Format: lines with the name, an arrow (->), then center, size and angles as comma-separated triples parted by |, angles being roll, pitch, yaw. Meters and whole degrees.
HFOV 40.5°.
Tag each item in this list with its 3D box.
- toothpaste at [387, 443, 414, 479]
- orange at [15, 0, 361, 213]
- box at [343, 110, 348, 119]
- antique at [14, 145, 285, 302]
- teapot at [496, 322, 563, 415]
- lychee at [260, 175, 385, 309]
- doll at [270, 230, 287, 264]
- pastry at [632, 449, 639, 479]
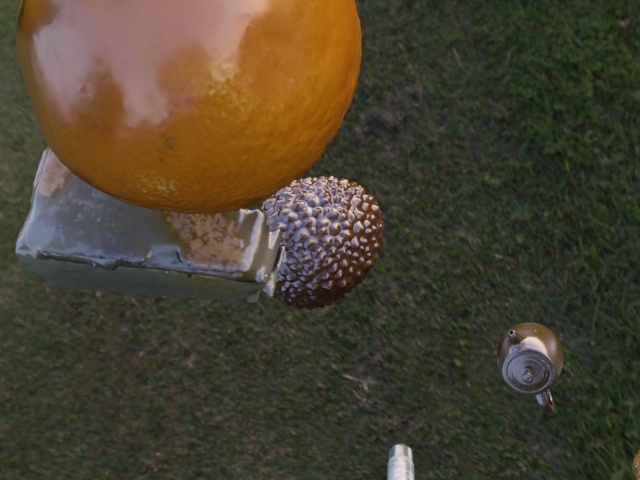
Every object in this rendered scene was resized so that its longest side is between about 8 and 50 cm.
toothpaste -> 0.119, 0.396, 1.275 | 0.062, 0.039, 0.239 | 10, 32, -2
orange -> -0.112, -0.170, 0.771 | 0.312, 0.312, 0.312 | -10, 64, 21
box -> -0.058, -0.219, 1.103 | 0.200, 0.090, 0.145 | 3, 107, -12
antique -> -0.183, -0.006, 0.989 | 0.284, 0.125, 0.150 | 12, 72, 3
teapot -> 0.242, 0.148, 0.998 | 0.076, 0.121, 0.068 | -19, 15, 23
lychee -> 0.000, 0.000, 1.681 | 0.267, 0.267, 0.268 | -10, 64, 21
doll -> -0.106, 0.020, 1.436 | 0.094, 0.180, 0.079 | 15, 93, 15
pastry -> 0.472, 0.289, 1.111 | 0.153, 0.081, 0.153 | -43, 21, 21
